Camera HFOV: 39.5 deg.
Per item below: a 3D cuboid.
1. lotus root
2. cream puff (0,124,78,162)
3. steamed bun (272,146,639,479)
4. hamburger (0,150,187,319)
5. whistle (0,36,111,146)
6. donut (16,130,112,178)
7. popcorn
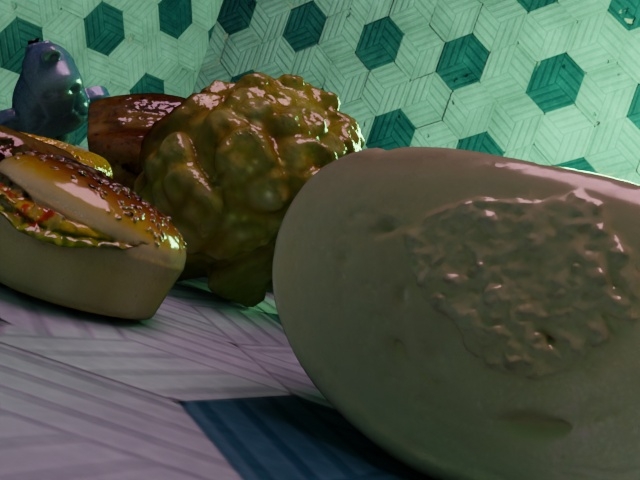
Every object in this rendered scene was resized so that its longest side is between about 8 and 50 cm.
[{"bbox_3d":[-0.174,-0.086,1.196,0.291,0.193,0.193,10,5,-13],"label":"lotus root"},{"bbox_3d":[-0.252,-0.048,0.673,0.149,0.084,0.149,23,2,-1],"label":"cream puff"},{"bbox_3d":[0.111,0.049,0.466,0.250,0.154,0.200,14,-2,22],"label":"steamed bun"},{"bbox_3d":[-0.148,-0.006,0.540,0.141,0.081,0.127,18,3,-38],"label":"hamburger"},{"bbox_3d":[-0.363,-0.167,1.200,0.180,0.269,0.093,-22,66,-25],"label":"whistle"},{"bbox_3d":[-0.293,-0.069,0.897,0.174,0.074,0.190,22,4,41],"label":"donut"},{"bbox_3d":[-0.059,-0.044,0.767,0.169,0.189,0.218,40,29,17],"label":"popcorn"}]
